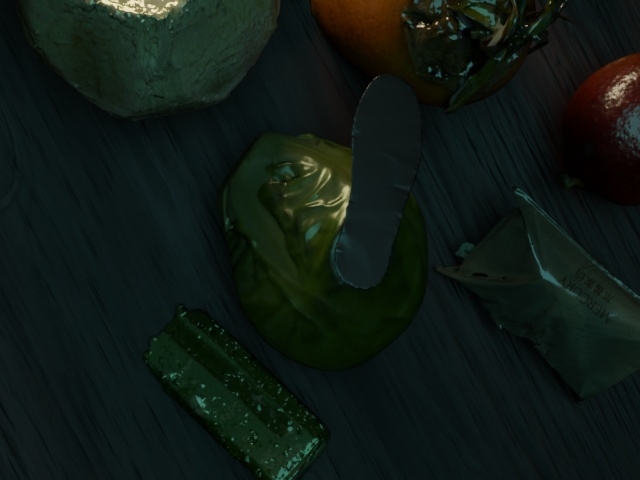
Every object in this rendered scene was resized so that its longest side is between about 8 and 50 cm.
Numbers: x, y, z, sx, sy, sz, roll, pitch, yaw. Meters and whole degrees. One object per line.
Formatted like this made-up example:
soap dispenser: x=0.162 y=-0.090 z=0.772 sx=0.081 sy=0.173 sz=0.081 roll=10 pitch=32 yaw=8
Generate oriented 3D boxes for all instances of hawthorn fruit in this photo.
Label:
hawthorn fruit: x=0.349 y=-0.122 z=1.798 sx=0.188 sy=0.169 sz=0.169 roll=-26 pitch=93 yaw=4

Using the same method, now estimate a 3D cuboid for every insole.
insole: x=0.062 y=-0.062 z=1.630 sx=0.080 sy=0.003 sz=0.232 roll=13 pitch=79 yaw=-12

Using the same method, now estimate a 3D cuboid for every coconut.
coconut: x=-0.181 y=-0.274 z=1.670 sx=0.297 sy=0.254 sz=0.297 roll=0 pitch=60 yaw=0

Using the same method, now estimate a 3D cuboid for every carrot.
carrot: x=0.133 y=-0.242 z=1.717 sx=0.193 sy=0.331 sz=0.214 roll=-48 pitch=114 yaw=-5

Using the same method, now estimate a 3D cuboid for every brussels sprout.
brussels sprout: x=0.000 y=0.000 z=1.722 sx=0.219 sy=0.210 sz=0.271 roll=-43 pitch=87 yaw=17

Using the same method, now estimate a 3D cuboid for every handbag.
handbag: x=0.272 y=0.073 z=1.799 sx=0.270 sy=0.117 sz=0.182 roll=40 pitch=125 yaw=-5

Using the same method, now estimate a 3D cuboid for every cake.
cake: x=-0.094 y=0.183 z=1.791 sx=0.235 sy=0.099 sz=0.100 roll=42 pitch=85 yaw=15
